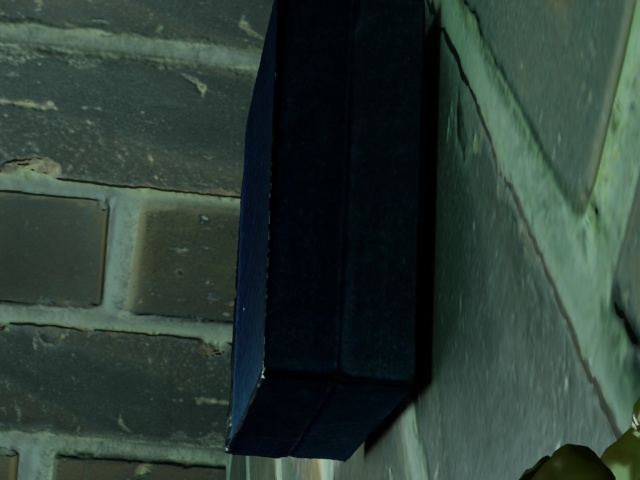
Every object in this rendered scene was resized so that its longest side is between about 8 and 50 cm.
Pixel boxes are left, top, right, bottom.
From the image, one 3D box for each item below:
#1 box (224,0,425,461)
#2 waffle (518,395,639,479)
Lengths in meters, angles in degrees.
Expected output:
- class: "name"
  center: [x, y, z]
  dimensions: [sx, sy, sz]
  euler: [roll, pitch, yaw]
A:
- class: "box"
  center: [0.000, 0.000, 1.082]
  dimensions: [0.261, 0.116, 0.279]
  euler: [117, 158, -69]
- class: "waffle"
  center: [0.038, 0.189, 0.359]
  dimensions: [0.259, 0.069, 0.293]
  euler: [-29, -47, -48]
